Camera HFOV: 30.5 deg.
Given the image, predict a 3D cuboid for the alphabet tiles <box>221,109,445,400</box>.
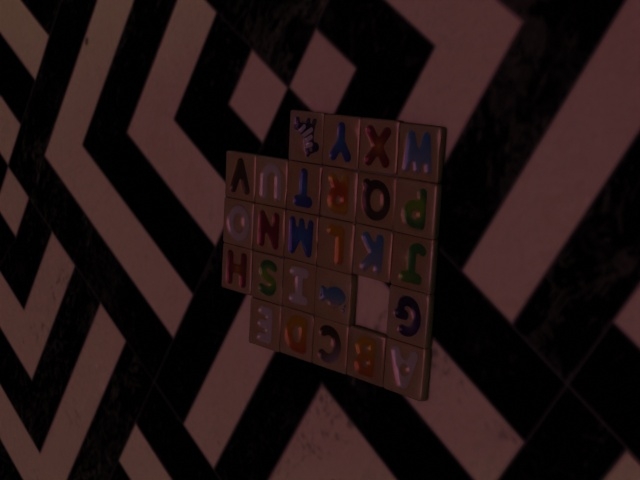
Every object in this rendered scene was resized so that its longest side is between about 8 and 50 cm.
[{"bbox_3d":[0.000,0.000,0.910,0.237,0.009,0.198,13,104,46],"label":"alphabet tiles"}]
